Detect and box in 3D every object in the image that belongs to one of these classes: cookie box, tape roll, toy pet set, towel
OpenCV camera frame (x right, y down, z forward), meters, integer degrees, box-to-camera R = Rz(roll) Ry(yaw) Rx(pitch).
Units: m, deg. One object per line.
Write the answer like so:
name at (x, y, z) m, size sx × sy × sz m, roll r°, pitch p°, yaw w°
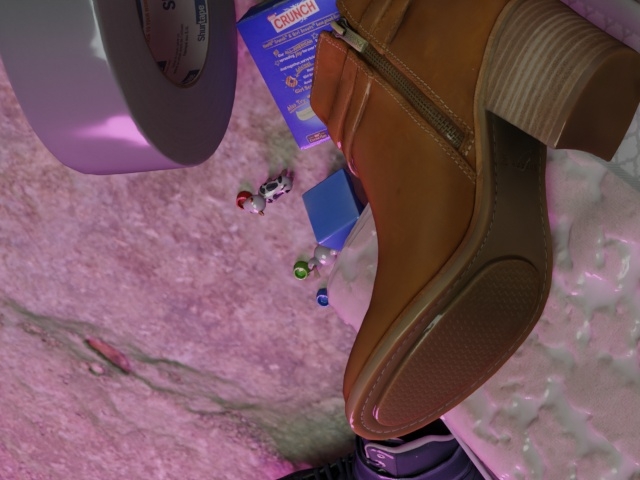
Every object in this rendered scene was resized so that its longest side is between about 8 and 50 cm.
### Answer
cookie box at (0.005, -0.132, 0.860) m, size 0.091 × 0.040 × 0.107 m, roll -18°, pitch 114°, yaw 23°
tape roll at (-0.127, -0.153, 0.779) m, size 0.072 × 0.219 × 0.219 m, roll -5°, pitch 118°, yaw 18°
toy pet set at (0.000, 0.000, 0.925) m, size 0.114 × 0.065 × 0.122 m, roll -32°, pitch 108°, yaw 29°
towel at (0.160, 0.004, 0.736) m, size 0.332 × 0.053 × 0.317 m, roll 45°, pitch 119°, yaw 41°

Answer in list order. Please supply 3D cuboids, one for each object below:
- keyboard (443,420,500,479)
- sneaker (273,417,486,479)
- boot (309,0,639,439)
keyboard at (0.119, 0.154, 0.895) m, size 0.014 × 0.072 × 0.256 m, roll -41°, pitch 61°, yaw 8°
sneaker at (0.022, 0.189, 0.997) m, size 0.226 × 0.086 × 0.163 m, roll -10°, pitch 136°, yaw 11°
boot at (0.048, -0.042, 0.743) m, size 0.220 × 0.109 × 0.283 m, roll 38°, pitch 110°, yaw 42°
